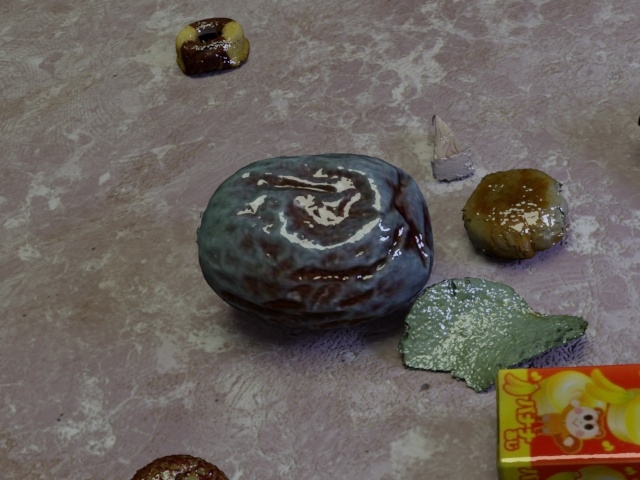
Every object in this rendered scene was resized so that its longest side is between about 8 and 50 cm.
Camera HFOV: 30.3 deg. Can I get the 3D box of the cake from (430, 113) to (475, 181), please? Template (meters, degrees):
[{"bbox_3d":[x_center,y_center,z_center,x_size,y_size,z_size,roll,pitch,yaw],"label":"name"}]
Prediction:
[{"bbox_3d":[0.201,-0.147,1.830,0.065,0.052,0.121,-11,41,10],"label":"cake"}]

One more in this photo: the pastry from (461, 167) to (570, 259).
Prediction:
[{"bbox_3d":[0.274,-0.037,1.667,0.153,0.081,0.153,-5,46,5],"label":"pastry"}]

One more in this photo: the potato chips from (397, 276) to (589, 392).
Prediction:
[{"bbox_3d":[0.226,0.119,1.532,0.228,0.059,0.167,17,56,23],"label":"potato chips"}]

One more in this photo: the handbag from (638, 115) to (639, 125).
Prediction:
[{"bbox_3d":[0.633,-0.158,1.682,0.285,0.113,0.257,-17,47,-14],"label":"handbag"}]

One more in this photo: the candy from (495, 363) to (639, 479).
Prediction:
[{"bbox_3d":[0.342,0.222,1.364,0.276,0.088,0.146,-5,41,10],"label":"candy"}]

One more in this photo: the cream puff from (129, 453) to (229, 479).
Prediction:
[{"bbox_3d":[-0.176,0.317,1.404,0.149,0.084,0.149,-9,43,8],"label":"cream puff"}]

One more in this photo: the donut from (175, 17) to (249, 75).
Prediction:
[{"bbox_3d":[-0.199,-0.357,2.160,0.140,0.059,0.140,-7,39,6],"label":"donut"}]

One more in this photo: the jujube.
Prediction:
[{"bbox_3d":[0.002,0.003,1.597,0.308,0.215,0.246,10,57,18],"label":"jujube"}]
